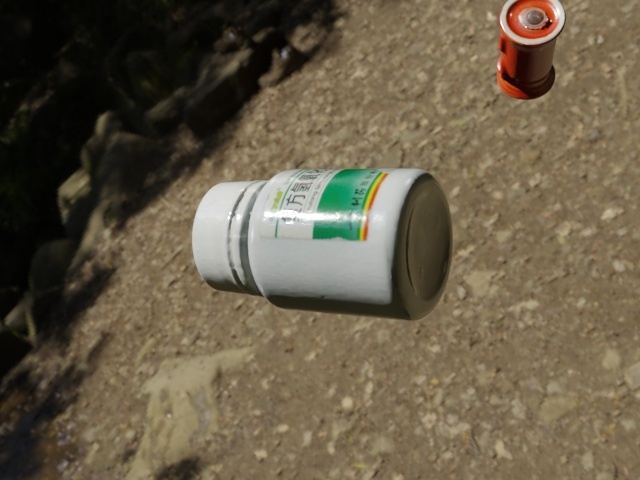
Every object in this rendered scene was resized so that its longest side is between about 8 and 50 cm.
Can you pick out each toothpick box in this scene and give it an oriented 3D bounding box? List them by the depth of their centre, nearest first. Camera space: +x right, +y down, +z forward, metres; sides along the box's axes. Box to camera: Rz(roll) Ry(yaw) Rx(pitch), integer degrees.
[{"bbox_3d":[0.156,-0.143,0.654,0.047,0.083,0.047,-3,68,8],"label":"toothpick box"}]

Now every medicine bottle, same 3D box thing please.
[{"bbox_3d":[0.000,0.000,0.481,0.130,0.080,0.080,3,50,30],"label":"medicine bottle"}]
